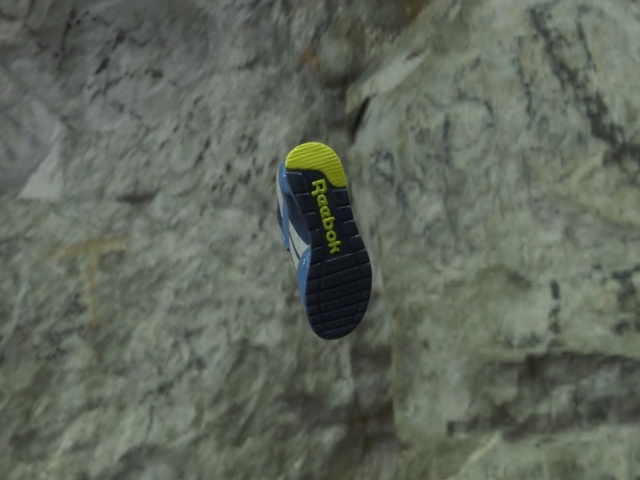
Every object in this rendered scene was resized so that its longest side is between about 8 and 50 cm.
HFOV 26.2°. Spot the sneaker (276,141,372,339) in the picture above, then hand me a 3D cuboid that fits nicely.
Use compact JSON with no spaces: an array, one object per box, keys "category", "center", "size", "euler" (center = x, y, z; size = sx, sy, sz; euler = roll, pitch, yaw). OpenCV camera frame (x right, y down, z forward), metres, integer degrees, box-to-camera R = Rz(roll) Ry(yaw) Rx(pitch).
[{"category":"sneaker","center":[0.000,0.000,0.999],"size":[0.053,0.059,0.144],"euler":[-10,-84,-19]}]
